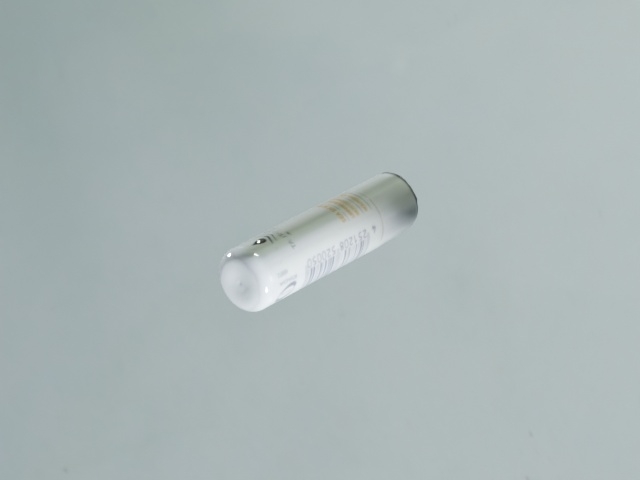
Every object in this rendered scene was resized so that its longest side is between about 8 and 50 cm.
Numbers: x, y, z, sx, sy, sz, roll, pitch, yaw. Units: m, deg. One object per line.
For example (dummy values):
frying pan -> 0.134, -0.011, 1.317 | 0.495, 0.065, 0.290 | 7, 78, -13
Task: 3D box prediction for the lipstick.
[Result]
lipstick -> 0.000, 0.000, 0.910 | 0.040, 0.040, 0.141 | 33, 40, 27
